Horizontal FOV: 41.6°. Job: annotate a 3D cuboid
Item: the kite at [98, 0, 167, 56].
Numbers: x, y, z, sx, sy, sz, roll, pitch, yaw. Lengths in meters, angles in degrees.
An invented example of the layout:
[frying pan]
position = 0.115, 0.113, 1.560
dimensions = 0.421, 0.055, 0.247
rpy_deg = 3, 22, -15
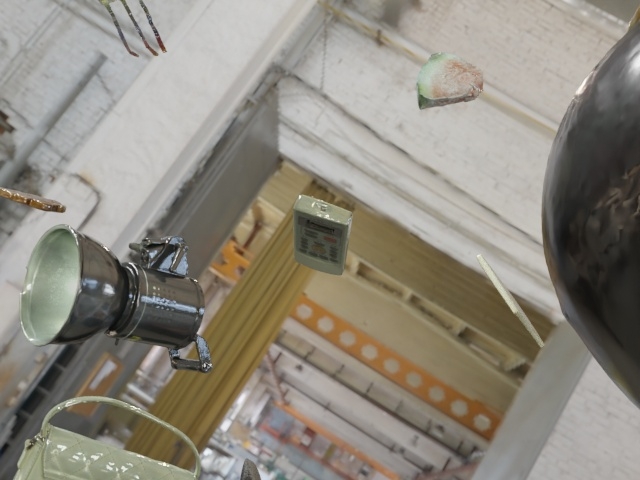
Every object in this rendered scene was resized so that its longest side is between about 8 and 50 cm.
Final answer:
[kite]
position = -0.328, -0.394, 1.355
dimensions = 0.016, 0.127, 0.229
rpy_deg = -24, -87, 52

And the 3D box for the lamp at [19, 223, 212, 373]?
[lamp]
position = -0.237, 0.068, 1.057
dimensions = 0.227, 0.172, 0.147
rpy_deg = 16, -15, -42

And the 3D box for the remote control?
[remote control]
position = 0.000, 0.000, 1.787
dimensions = 0.123, 0.038, 0.285
rpy_deg = 20, -25, 6

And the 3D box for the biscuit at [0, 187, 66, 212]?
[biscuit]
position = -0.544, -0.074, 1.582
dimensions = 0.130, 0.019, 0.119
rpy_deg = 17, 2, -7

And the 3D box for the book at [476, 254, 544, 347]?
[book]
position = 0.304, 0.098, 1.342
dimensions = 0.172, 0.012, 0.118
rpy_deg = 42, 17, -54

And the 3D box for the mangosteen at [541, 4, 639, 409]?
[mangosteen]
position = 0.336, -0.052, 0.596
dimensions = 0.382, 0.435, 0.382
rpy_deg = -1, -41, -1

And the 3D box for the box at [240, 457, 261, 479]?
[box]
position = -0.082, 0.390, 1.073
dimensions = 0.042, 0.212, 0.201
rpy_deg = -5, -2, -3

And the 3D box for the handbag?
[handbag]
position = -0.292, 0.328, 1.175
dimensions = 0.256, 0.219, 0.079
rpy_deg = 25, 7, -22

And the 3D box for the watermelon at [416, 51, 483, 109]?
[watermelon]
position = 0.207, -0.255, 1.405
dimensions = 0.094, 0.180, 0.081
rpy_deg = 16, -52, 37
